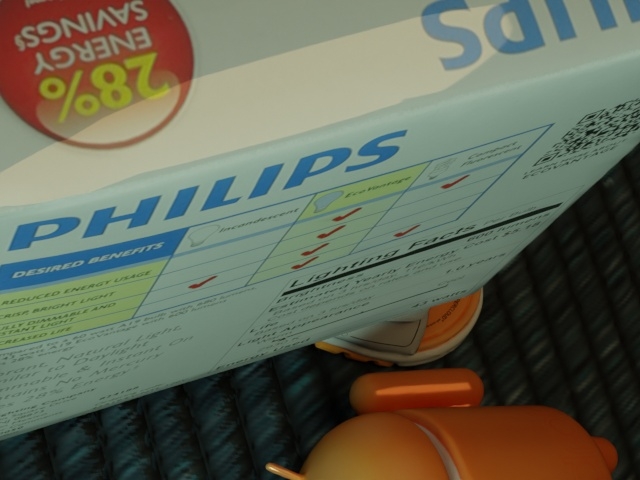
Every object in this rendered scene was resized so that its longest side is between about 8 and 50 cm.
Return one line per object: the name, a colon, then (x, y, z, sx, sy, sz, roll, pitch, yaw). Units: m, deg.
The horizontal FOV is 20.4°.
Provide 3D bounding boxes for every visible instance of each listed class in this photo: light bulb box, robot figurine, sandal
light bulb box: (-0.048, -0.084, 0.838, 0.358, 0.361, 0.225, -16, 74, -23)
robot figurine: (0.075, 0.154, 0.996, 0.219, 0.128, 0.158, 1, 92, -34)
sandal: (0.000, 0.010, 1.055, 0.265, 0.076, 0.102, 9, 61, -30)
